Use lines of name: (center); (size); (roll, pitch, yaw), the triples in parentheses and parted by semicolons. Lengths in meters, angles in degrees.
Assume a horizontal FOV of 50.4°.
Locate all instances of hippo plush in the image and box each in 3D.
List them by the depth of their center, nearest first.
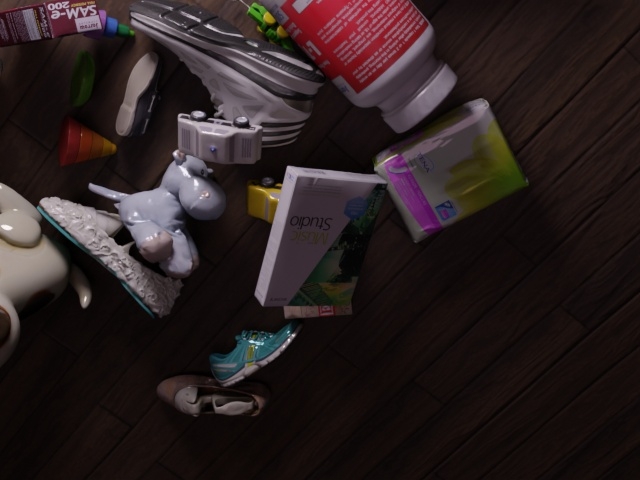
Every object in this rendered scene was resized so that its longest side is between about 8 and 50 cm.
hippo plush: (-0.331, -0.075, 1.605); (0.236, 0.234, 0.294); (-44, 61, 0)

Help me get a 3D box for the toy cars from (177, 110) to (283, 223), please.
toy cars: (-0.151, -0.140, 1.482); (0.176, 0.087, 0.393); (-35, 113, 28)

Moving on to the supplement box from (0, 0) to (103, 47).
supplement box: (-0.589, -0.455, 1.424); (0.239, 0.130, 0.073); (5, 115, 33)

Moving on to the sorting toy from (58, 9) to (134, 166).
sorting toy: (-0.502, -0.334, 1.554); (0.126, 0.127, 0.366); (8, 112, -32)

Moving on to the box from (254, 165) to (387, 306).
box: (0.000, 0.000, 1.514); (0.232, 0.058, 0.322); (2, 118, -29)

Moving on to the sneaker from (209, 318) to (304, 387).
sneaker: (-0.168, 0.278, 1.761); (0.275, 0.107, 0.110); (-32, 88, 8)

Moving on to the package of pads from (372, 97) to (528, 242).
package of pads: (0.291, -0.164, 1.562); (0.296, 0.101, 0.229); (-28, 109, 12)

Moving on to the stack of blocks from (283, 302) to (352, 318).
stack of blocks: (-0.018, 0.037, 1.663); (0.171, 0.087, 0.297); (-4, 111, 5)

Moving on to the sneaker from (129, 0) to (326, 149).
sneaker: (-0.234, -0.336, 1.486); (0.447, 0.169, 0.257); (25, 121, 3)

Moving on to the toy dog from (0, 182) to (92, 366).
toy dog: (-0.761, 0.138, 1.558); (0.395, 0.408, 0.284); (39, 118, -23)

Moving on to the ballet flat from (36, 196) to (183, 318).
ballet flat: (-0.500, 0.019, 1.678); (0.147, 0.147, 0.409); (-37, 108, 16)

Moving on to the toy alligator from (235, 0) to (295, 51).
toy alligator: (-0.117, -0.487, 1.484); (0.189, 0.056, 0.051); (42, 67, -13)

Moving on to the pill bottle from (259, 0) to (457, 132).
pill bottle: (0.087, -0.427, 1.399); (0.229, 0.229, 0.408); (-41, 104, 16)

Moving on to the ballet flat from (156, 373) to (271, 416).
ballet flat: (-0.294, 0.422, 1.819); (0.316, 0.106, 0.108); (-2, 111, 4)

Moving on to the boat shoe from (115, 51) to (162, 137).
boat shoe: (-0.405, -0.332, 1.565); (0.065, 0.075, 0.206); (8, 114, -49)

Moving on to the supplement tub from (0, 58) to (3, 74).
supplement tub: (-0.857, -0.415, 1.472); (0.191, 0.191, 0.272); (-42, 104, 17)
